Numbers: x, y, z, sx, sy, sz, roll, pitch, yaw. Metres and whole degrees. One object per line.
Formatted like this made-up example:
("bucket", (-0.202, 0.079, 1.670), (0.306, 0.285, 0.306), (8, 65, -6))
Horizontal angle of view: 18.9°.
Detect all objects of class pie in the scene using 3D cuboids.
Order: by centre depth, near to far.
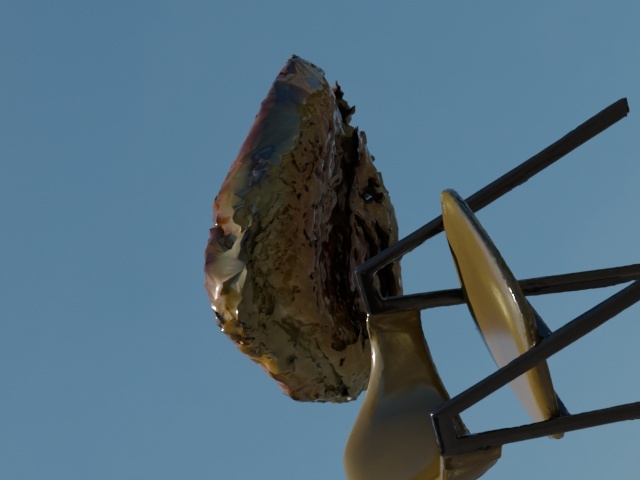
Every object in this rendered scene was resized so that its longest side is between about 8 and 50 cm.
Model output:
("pie", (-0.001, 0.000, 1.511), (0.308, 0.086, 0.308), (-8, -90, -71))

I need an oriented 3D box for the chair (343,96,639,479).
("chair", (0.119, 0.055, 1.183), (0.247, 0.158, 0.172), (-19, -54, -6))
